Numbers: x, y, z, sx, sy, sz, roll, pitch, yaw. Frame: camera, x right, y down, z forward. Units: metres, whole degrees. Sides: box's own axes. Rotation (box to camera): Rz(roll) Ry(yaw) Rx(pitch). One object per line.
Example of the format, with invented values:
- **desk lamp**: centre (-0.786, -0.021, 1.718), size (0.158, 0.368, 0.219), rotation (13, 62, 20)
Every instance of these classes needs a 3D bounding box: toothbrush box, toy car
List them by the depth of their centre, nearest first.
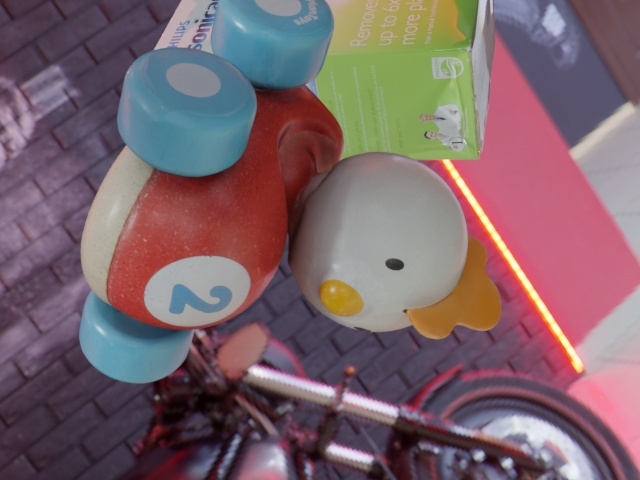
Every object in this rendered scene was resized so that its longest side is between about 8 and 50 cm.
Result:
- **toy car**: centre (0.000, 0.000, 0.680), size (0.210, 0.238, 0.219), rotation (-54, -12, -47)
- **toothbrush box**: centre (0.013, -0.179, 1.032), size (0.283, 0.122, 0.206), rotation (0, 41, 15)
